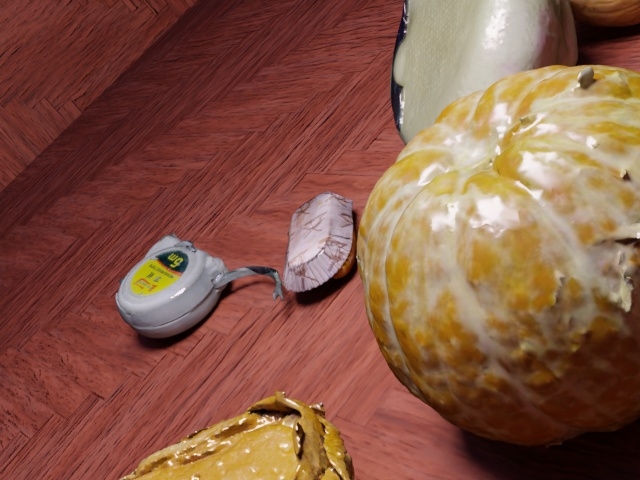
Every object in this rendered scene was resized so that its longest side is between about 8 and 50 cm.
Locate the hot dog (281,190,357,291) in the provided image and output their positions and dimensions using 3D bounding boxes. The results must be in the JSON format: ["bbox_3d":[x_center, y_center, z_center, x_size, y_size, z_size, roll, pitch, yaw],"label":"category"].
[{"bbox_3d":[0.000,0.000,1.264,0.108,0.059,0.191,-29,25,16],"label":"hot dog"}]

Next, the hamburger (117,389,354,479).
[{"bbox_3d":[-0.079,0.278,0.813,0.319,0.158,0.318,-30,27,17],"label":"hamburger"}]

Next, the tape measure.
[{"bbox_3d":[-0.153,0.085,1.324,0.164,0.084,0.330,-48,37,-17],"label":"tape measure"}]

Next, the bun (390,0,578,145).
[{"bbox_3d":[0.212,-0.224,1.192,0.293,0.187,0.293,-172,90,-69],"label":"bun"}]

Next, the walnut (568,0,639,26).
[{"bbox_3d":[0.367,-0.359,1.224,0.195,0.195,0.222,-43,34,-7],"label":"walnut"}]

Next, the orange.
[{"bbox_3d":[0.181,0.001,0.811,0.329,0.249,0.329,-26,35,20],"label":"orange"}]
